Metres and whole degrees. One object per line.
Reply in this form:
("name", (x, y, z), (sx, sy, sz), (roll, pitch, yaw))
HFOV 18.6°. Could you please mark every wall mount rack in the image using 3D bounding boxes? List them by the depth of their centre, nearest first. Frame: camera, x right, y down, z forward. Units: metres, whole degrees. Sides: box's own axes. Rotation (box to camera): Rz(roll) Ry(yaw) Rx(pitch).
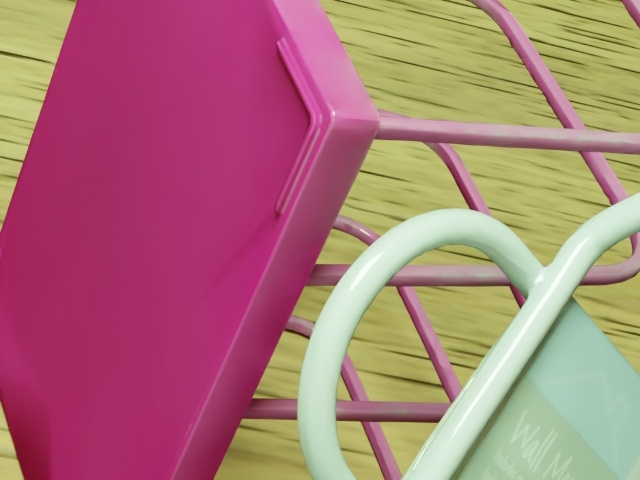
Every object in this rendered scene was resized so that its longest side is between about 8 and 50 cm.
("wall mount rack", (0.157, 0.084, 0.703), (0.130, 0.350, 0.304), (25, 74, 45))

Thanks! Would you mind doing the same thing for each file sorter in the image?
("file sorter", (0.000, 0.000, 0.789), (0.182, 0.290, 0.202), (2, 43, -28))
